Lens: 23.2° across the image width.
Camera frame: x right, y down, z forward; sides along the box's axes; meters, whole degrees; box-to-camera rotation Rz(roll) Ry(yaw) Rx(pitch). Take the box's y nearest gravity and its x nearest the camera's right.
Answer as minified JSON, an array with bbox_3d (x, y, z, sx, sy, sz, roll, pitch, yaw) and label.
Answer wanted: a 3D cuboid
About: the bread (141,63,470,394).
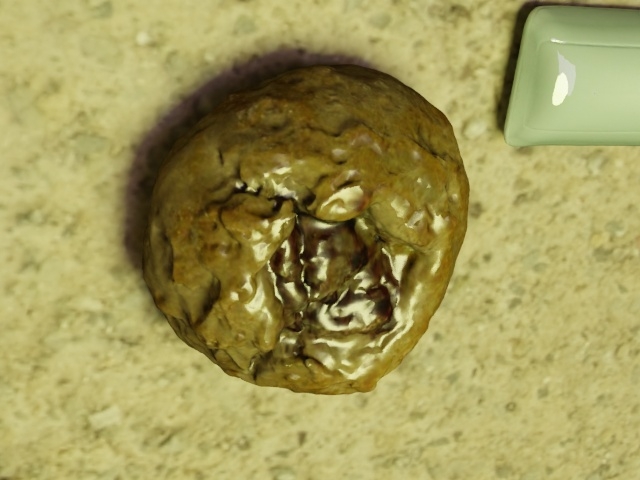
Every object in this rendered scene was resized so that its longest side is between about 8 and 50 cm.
[{"bbox_3d":[0.000,0.000,1.015,0.230,0.123,0.230,-14,120,-26],"label":"bread"}]

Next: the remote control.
[{"bbox_3d":[0.266,-0.115,1.151,0.293,0.051,0.103,-3,113,-30],"label":"remote control"}]
